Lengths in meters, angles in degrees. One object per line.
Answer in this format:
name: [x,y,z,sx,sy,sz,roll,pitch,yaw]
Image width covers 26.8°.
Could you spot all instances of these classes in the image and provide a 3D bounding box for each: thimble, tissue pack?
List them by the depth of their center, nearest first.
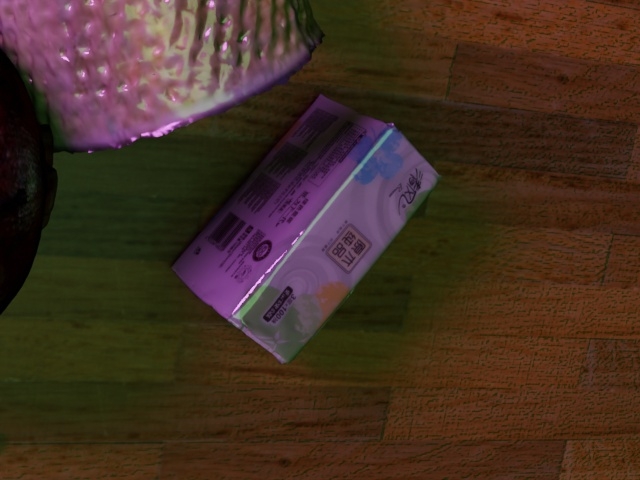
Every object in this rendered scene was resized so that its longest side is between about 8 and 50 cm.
thimble: [-0.146,-0.191,1.088,0.271,0.271,0.150,-27,114,-17]
tissue pack: [0.000,0.000,1.271,0.145,0.159,0.229,41,85,-30]

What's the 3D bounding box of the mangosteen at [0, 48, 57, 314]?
mangosteen: [-0.345,-0.042,0.962,0.311,0.311,0.311,-8,108,-24]
